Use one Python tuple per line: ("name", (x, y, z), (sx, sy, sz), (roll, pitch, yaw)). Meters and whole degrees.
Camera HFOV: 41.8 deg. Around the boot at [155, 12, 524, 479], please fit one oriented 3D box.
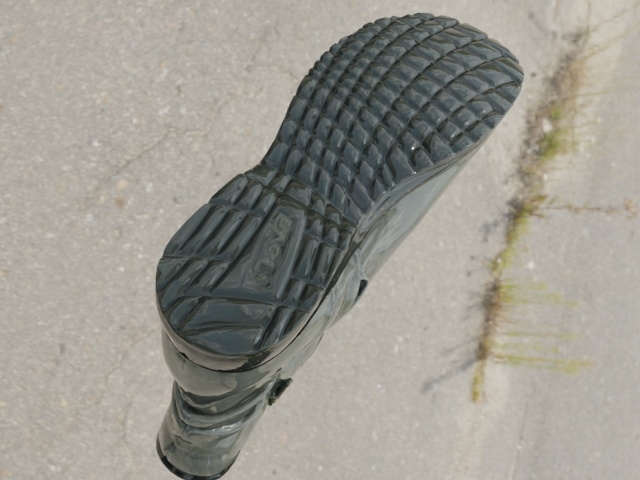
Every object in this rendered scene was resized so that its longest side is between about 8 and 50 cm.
("boot", (0.000, 0.000, 0.428), (0.246, 0.083, 0.161), (-46, 166, -30))
